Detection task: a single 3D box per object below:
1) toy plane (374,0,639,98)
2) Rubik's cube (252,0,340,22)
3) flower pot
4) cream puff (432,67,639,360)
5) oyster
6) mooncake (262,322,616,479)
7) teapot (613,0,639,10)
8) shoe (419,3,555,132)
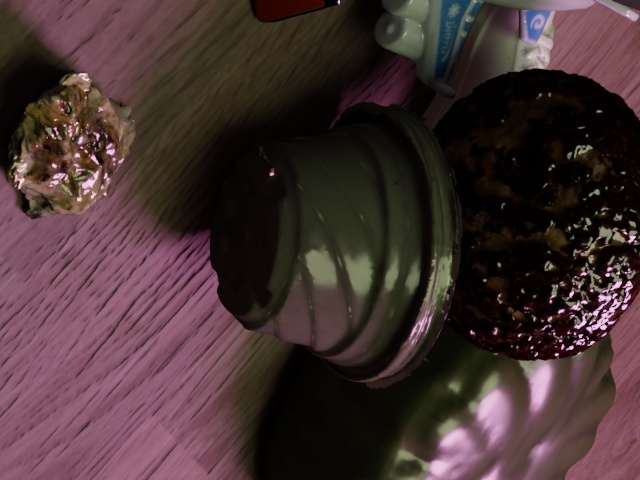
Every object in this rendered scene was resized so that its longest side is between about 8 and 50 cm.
[{"bbox_3d":[0.148,-0.242,1.465,0.267,0.122,0.267,-21,129,-29],"label":"toy plane"},{"bbox_3d":[0.030,-0.221,1.309,0.284,0.250,0.234,-22,155,-47],"label":"Rubik's cube"},{"bbox_3d":[0.000,0.000,1.441,0.140,0.235,0.235,5,117,-29],"label":"flower pot"},{"bbox_3d":[0.164,-0.023,1.462,0.164,0.239,0.239,15,110,-23],"label":"cream puff"},{"bbox_3d":[-0.180,-0.064,1.275,0.108,0.053,0.166,-41,154,-2],"label":"oyster"},{"bbox_3d":[0.122,0.177,1.753,0.356,0.194,0.356,-33,141,-32],"label":"mooncake"},{"bbox_3d":[0.314,-0.293,1.315,0.239,0.321,0.239,73,39,-72],"label":"teapot"},{"bbox_3d":[0.168,-0.129,1.611,0.095,0.110,0.265,6,117,-53],"label":"shoe"}]
